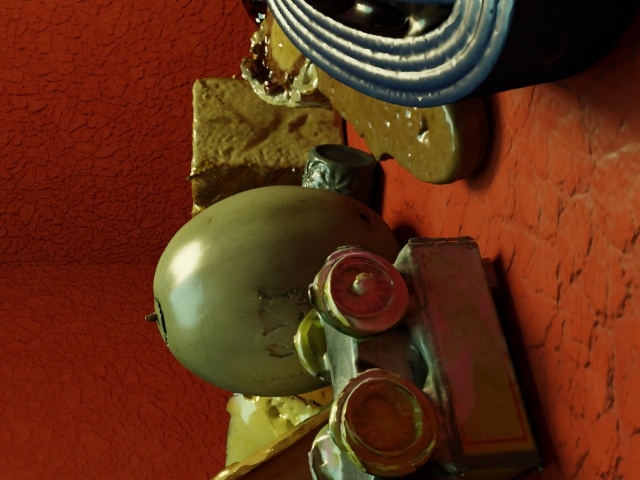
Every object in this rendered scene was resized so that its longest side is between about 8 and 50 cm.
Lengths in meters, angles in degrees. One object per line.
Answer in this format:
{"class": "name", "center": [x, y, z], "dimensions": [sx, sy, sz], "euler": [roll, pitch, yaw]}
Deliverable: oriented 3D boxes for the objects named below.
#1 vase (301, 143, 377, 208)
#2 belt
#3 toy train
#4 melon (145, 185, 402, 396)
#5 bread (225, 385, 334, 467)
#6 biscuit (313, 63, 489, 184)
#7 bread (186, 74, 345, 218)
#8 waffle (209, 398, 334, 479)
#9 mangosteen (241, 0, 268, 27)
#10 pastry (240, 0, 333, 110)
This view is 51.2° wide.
{"class": "vase", "center": [0.000, 0.000, 1.056], "dimensions": [0.251, 0.156, 0.300], "euler": [32, 122, 36]}
{"class": "belt", "center": [0.061, -0.224, 0.496], "dimensions": [0.347, 0.117, 0.212], "euler": [46, 145, 47]}
{"class": "toy train", "center": [0.076, 0.115, 0.575], "dimensions": [0.134, 0.178, 0.260], "euler": [106, 160, -57]}
{"class": "melon", "center": [-0.054, 0.065, 0.850], "dimensions": [0.268, 0.330, 0.268], "euler": [173, 90, -78]}
{"class": "bread", "center": [-0.023, 0.316, 1.092], "dimensions": [0.163, 0.262, 0.204], "euler": [-34, -50, -58]}
{"class": "biscuit", "center": [0.081, -0.280, 0.657], "dimensions": [0.368, 0.076, 0.394], "euler": [55, 150, 40]}
{"class": "bread", "center": [-0.108, -0.161, 1.277], "dimensions": [0.279, 0.279, 0.207], "euler": [108, 160, -66]}
{"class": "waffle", "center": [-0.024, 0.255, 0.801], "dimensions": [0.077, 0.304, 0.348], "euler": [57, 163, 11]}
{"class": "mangosteen", "center": [-0.045, -0.457, 1.194], "dimensions": [0.210, 0.210, 0.209], "euler": [180, 90, -79]}
{"class": "pastry", "center": [0.010, -0.317, 0.979], "dimensions": [0.237, 0.170, 0.255], "euler": [21, 103, 56]}
